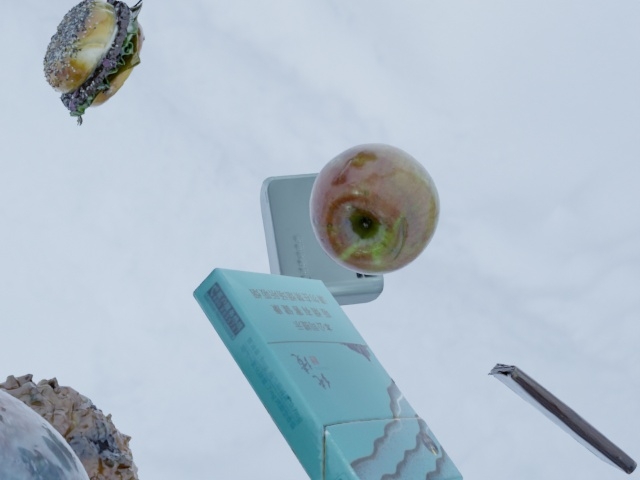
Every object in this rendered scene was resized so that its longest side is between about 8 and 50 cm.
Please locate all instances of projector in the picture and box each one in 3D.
[{"bbox_3d":[0.000,0.000,2.034,0.198,0.250,0.108,-6,160,-13],"label":"projector"}]

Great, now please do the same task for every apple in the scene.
[{"bbox_3d":[0.082,-0.049,1.557,0.196,0.196,0.196,-29,141,-27],"label":"apple"}]

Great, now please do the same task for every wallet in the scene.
[{"bbox_3d":[0.272,0.196,1.198,0.026,0.176,0.095,-53,-176,-6],"label":"wallet"}]

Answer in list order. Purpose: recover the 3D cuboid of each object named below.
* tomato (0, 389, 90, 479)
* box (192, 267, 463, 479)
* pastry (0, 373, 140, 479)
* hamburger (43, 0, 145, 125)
[{"bbox_3d":[-0.311,0.242,0.758,0.316,0.282,0.317,1,88,-47],"label":"tomato"},{"bbox_3d":[0.009,0.122,0.888,0.041,0.229,0.162,-47,152,20],"label":"box"},{"bbox_3d":[-0.379,0.326,1.223,0.405,0.337,0.292,12,160,-19],"label":"pastry"},{"bbox_3d":[-0.301,-0.250,1.393,0.093,0.189,0.164,32,114,-30],"label":"hamburger"}]
